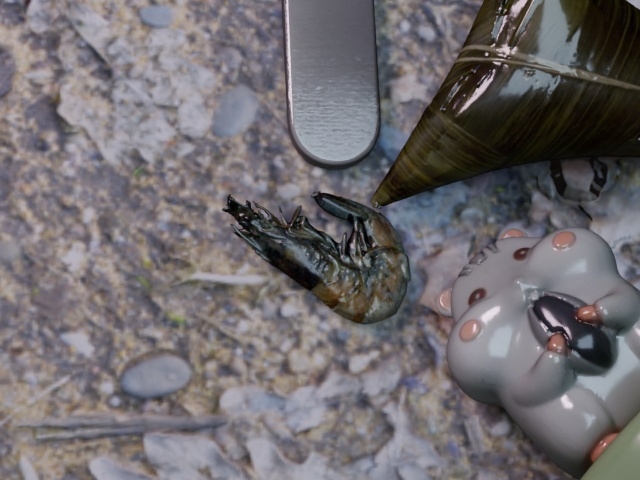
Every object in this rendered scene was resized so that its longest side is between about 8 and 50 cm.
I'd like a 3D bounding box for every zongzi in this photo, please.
[{"bbox_3d":[0.200,-0.075,0.839,0.248,0.111,0.241,30,97,-6],"label":"zongzi"}]

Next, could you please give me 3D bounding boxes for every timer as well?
[{"bbox_3d":[0.217,0.115,0.744,0.291,0.290,0.315,-41,63,-10],"label":"timer"}]

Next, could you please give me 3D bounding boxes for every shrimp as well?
[{"bbox_3d":[0.000,0.000,0.834,0.161,0.034,0.091,32,68,-6],"label":"shrimp"}]

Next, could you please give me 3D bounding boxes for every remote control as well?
[{"bbox_3d":[0.008,-0.179,0.865,0.077,0.022,0.244,-2,81,-8],"label":"remote control"}]
